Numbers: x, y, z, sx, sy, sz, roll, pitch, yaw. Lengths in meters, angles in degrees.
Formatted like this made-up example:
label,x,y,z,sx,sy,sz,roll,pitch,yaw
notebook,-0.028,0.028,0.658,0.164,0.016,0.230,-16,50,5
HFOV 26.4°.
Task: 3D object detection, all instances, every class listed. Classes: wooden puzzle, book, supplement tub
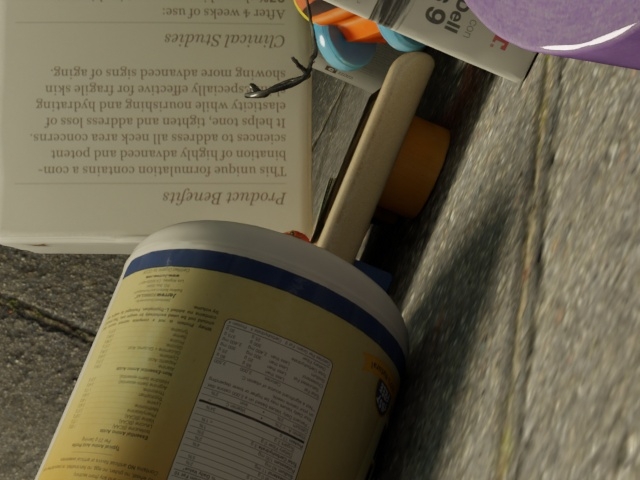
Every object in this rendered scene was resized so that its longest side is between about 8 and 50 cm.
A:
label,x,y,z,sx,sy,sz,roll,pitch,yaw
wooden puzzle,0.036,-0.002,1.321,0.348,0.080,0.322,136,157,-86
book,0.000,0.000,1.820,0.096,0.035,0.144,116,173,-60
supplement tub,-0.081,0.170,0.969,0.228,0.228,0.316,125,166,-63

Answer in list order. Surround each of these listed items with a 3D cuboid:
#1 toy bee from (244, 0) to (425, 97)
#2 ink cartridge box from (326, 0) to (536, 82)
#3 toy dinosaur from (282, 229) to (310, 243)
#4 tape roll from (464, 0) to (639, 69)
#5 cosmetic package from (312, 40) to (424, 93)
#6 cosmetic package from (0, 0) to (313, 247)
label,x,y,z,sx,sy,sz,roll,pitch,yaw
toy bee,0.040,-0.237,1.210,0.298,0.195,0.162,-30,-75,-67
ink cartridge box,0.066,-0.278,1.038,0.121,0.289,0.211,-91,24,-68
toy dinosaur,-0.037,0.028,1.216,0.082,0.047,0.090,-50,-8,2
tape roll,0.144,-0.202,0.523,0.275,0.090,0.275,-175,90,-66
cosmetic package,0.096,-0.363,1.660,0.453,0.161,0.230,135,157,-75
cosmetic package,-0.176,-0.184,1.503,0.327,0.329,0.394,136,134,-86
